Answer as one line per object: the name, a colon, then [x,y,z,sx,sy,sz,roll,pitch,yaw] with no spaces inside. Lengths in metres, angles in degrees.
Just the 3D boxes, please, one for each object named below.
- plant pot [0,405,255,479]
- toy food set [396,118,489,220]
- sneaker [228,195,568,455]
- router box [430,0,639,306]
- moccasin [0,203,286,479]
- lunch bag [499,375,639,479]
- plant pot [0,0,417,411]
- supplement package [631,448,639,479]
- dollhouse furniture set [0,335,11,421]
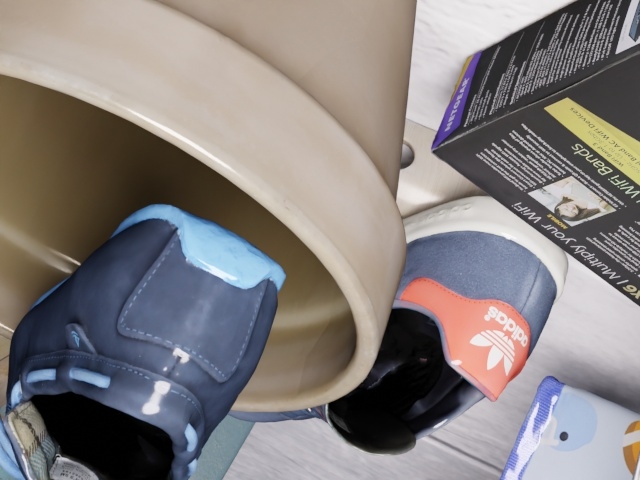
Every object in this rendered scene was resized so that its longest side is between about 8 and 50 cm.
plant pot: [-0.230,0.169,1.593,0.248,0.252,0.247,10,149,22]
toy food set: [0.000,0.000,1.325,0.220,0.092,0.306,23,144,0]
sneaker: [0.012,0.088,1.223,0.131,0.148,0.350,38,142,-20]
router box: [0.260,-0.033,1.062,0.309,0.081,0.243,35,149,-21]
moccasin: [-0.123,0.089,0.925,0.138,0.116,0.342,24,153,-3]
lunch bag: [0.246,0.346,1.336,0.328,0.385,0.239,22,175,21]
plant pot: [-0.078,-0.105,0.976,0.323,0.280,0.323,17,151,10]
supplement package: [0.285,0.195,1.088,0.204,0.145,0.261,16,123,12]
dollhouse furniture set: [-0.311,0.144,1.312,0.362,0.256,0.394,42,121,9]
